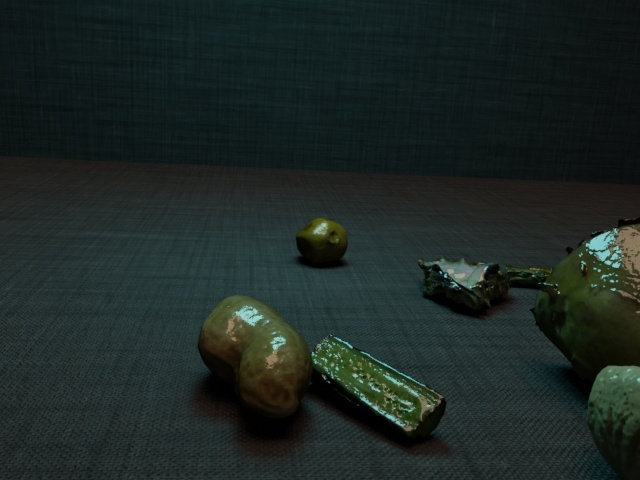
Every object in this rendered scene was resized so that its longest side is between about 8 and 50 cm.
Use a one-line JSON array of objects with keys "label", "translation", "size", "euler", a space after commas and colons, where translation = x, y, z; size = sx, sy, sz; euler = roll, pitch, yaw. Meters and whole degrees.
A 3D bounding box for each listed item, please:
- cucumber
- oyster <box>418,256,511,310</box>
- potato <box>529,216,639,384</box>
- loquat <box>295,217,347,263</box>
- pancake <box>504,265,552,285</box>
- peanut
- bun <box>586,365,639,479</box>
[{"label": "cucumber", "translation": [0.071, 0.208, 0.871], "size": [0.211, 0.062, 0.078], "euler": [24, 58, 40]}, {"label": "oyster", "translation": [0.313, 0.083, 1.361], "size": [0.198, 0.092, 0.259], "euler": [3, 5, -3]}, {"label": "potato", "translation": [0.482, 0.141, 0.894], "size": [0.301, 0.289, 0.237], "euler": [30, 29, -13]}, {"label": "loquat", "translation": [0.000, 0.000, 1.551], "size": [0.137, 0.113, 0.137], "euler": [-9, 7, 1]}, {"label": "pancake", "translation": [0.580, 0.113, 1.376], "size": [0.376, 0.054, 0.197], "euler": [14, 16, 41]}, {"label": "peanut", "translation": [-0.091, 0.162, 0.881], "size": [0.137, 0.122, 0.253], "euler": [-6, 22, -34]}, {"label": "bun", "translation": [0.408, 0.229, 0.700], "size": [0.220, 0.134, 0.220], "euler": [24, -5, 2]}]
